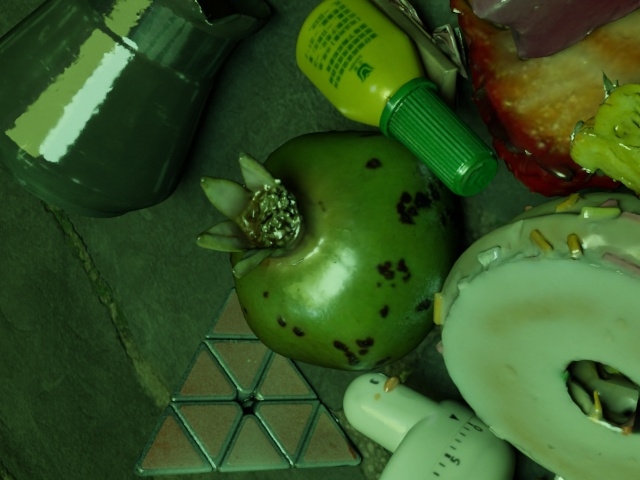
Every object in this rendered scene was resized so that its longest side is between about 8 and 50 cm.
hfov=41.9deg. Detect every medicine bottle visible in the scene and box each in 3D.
[{"bbox_3d":[0.075,-0.156,0.883,0.111,0.076,0.309,-54,49,21],"label":"medicine bottle"}]

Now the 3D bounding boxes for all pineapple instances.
[{"bbox_3d":[0.326,-0.076,0.658,0.233,0.135,0.079,31,153,15],"label":"pineapple"}]

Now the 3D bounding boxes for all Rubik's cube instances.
[{"bbox_3d":[-0.119,0.250,1.180,0.233,0.229,0.228,-37,120,-1],"label":"Rubik's cube"}]

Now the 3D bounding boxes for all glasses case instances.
[{"bbox_3d":[0.111,-0.227,0.954,0.193,0.070,0.102,55,143,35],"label":"glasses case"}]

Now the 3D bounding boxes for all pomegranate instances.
[{"bbox_3d":[0.024,-0.005,0.932,0.291,0.323,0.290,-3,69,9],"label":"pomegranate"}]

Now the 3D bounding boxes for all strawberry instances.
[{"bbox_3d":[0.257,-0.158,0.844,0.280,0.150,0.253,19,81,36],"label":"strawberry"}]

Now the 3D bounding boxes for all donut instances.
[{"bbox_3d":[0.298,0.108,0.804,0.383,0.142,0.382,25,141,22],"label":"donut"}]

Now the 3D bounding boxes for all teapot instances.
[{"bbox_3d":[-0.263,-0.260,1.116,0.362,0.306,0.376,-47,44,22],"label":"teapot"}]

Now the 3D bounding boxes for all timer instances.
[{"bbox_3d":[0.114,0.288,0.973,0.240,0.233,0.233,27,113,23],"label":"timer"}]

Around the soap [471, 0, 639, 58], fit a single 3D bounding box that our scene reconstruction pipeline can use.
[{"bbox_3d":[0.221,-0.376,0.763,0.233,0.128,0.359,-27,61,32],"label":"soap"}]
